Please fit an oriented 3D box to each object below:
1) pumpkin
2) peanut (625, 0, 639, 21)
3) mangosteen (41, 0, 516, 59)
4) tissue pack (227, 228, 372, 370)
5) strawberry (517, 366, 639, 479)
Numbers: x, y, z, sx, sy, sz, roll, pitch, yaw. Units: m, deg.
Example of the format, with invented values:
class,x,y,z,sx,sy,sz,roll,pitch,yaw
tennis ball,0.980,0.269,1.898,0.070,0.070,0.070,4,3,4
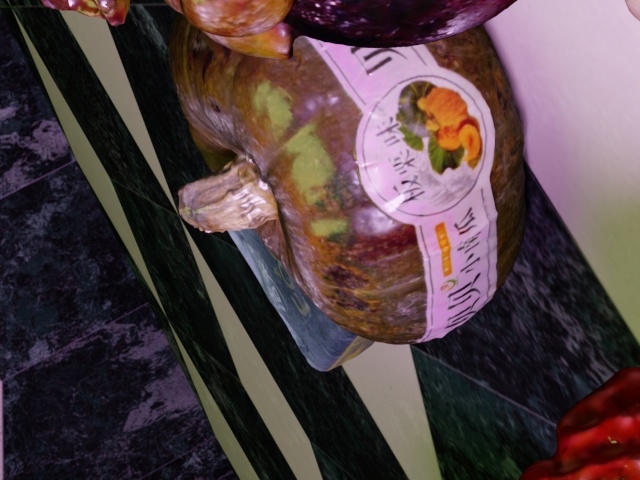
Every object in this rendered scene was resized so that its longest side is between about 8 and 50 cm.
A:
class,x,y,z,sx,sy,sz,roll,pitch,yaw
pumpkin,0.002,-0.056,0.841,0.260,0.189,0.260,57,166,23
peanut,0.135,-0.127,0.402,0.140,0.109,0.159,43,147,24
mangosteen,-0.011,-0.163,0.559,0.211,0.250,0.211,48,159,25
tissue pack,0.000,0.000,1.187,0.185,0.081,0.257,59,165,9
strawberry,0.197,0.183,0.540,0.261,0.261,0.257,68,172,-24
